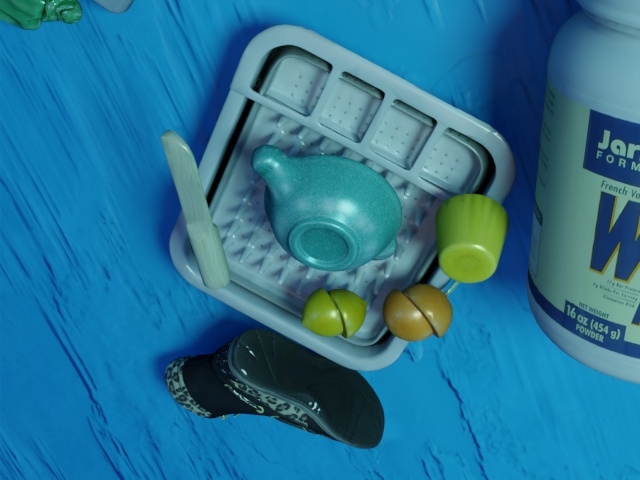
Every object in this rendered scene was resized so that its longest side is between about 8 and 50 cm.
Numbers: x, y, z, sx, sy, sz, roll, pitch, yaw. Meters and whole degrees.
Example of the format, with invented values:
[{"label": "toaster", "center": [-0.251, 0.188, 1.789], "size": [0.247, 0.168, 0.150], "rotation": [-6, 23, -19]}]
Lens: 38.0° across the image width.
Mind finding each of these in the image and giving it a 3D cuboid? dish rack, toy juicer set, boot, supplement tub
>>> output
[{"label": "dish rack", "center": [0.015, -0.041, 0.968], "size": [0.285, 0.072, 0.333], "rotation": [28, 123, -1]}, {"label": "toy juicer set", "center": [0.000, 0.000, 0.912], "size": [0.329, 0.089, 0.209], "rotation": [17, 136, -2]}, {"label": "boot", "center": [-0.055, 0.186, 1.116], "size": [0.236, 0.085, 0.178], "rotation": [34, 146, -29]}, {"label": "supplement tub", "center": [0.300, -0.068, 0.768], "size": [0.235, 0.235, 0.325], "rotation": [6, 120, 14]}]

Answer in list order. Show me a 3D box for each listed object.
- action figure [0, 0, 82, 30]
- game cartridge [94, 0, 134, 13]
[{"label": "action figure", "center": [-0.341, -0.287, 0.941], "size": [0.232, 0.063, 0.137], "rotation": [35, 121, 0]}, {"label": "game cartridge", "center": [-0.251, -0.382, 0.868], "size": [0.297, 0.062, 0.198], "rotation": [40, 126, -8]}]
